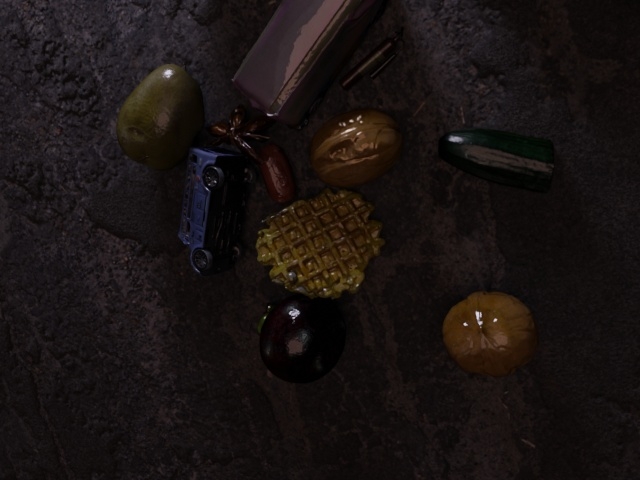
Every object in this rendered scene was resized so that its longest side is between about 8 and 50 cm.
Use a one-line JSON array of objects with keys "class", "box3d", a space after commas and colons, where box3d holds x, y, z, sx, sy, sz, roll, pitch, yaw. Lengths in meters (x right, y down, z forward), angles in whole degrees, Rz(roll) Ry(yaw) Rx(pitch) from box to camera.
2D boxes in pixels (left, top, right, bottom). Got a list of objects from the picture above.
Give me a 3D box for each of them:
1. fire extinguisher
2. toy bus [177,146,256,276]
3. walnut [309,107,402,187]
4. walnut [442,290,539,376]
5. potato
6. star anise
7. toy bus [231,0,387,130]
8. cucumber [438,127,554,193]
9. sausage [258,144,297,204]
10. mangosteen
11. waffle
[{"class": "fire extinguisher", "box3d": [0.117, -0.379, 1.098, 0.173, 0.035, 0.049, -37, 91, 22]}, {"class": "toy bus", "box3d": [-0.253, -0.068, 1.207, 0.133, 0.126, 0.291, 23, 111, 30]}, {"class": "walnut", "box3d": [0.072, -0.195, 1.096, 0.207, 0.159, 0.159, -23, 99, 16]}, {"class": "walnut", "box3d": [0.361, 0.198, 1.100, 0.196, 0.222, 0.195, -4, 80, 27]}, {"class": "potato", "box3d": [-0.355, -0.283, 1.165, 0.175, 0.159, 0.251, 26, 101, -20]}, {"class": "star anise", "box3d": [-0.170, -0.249, 1.154, 0.213, 0.157, 0.053, 20, 151, 30]}, {"class": "toy bus", "box3d": [-0.013, -0.418, 1.049, 0.171, 0.162, 0.386, 39, 109, 2]}, {"class": "cucumber", "box3d": [0.367, -0.173, 1.084, 0.244, 0.063, 0.115, 12, 106, 11]}, {"class": "sausage", "box3d": [-0.099, -0.151, 1.184, 0.076, 0.076, 0.141, -15, 100, 16]}, {"class": "mangosteen", "box3d": [-0.054, 0.224, 1.202, 0.216, 0.216, 0.215, 3, 105, 12]}, {"class": "waffle", "box3d": [0.000, 0.001, 1.172, 0.281, 0.060, 0.262, 19, 81, 8]}]
